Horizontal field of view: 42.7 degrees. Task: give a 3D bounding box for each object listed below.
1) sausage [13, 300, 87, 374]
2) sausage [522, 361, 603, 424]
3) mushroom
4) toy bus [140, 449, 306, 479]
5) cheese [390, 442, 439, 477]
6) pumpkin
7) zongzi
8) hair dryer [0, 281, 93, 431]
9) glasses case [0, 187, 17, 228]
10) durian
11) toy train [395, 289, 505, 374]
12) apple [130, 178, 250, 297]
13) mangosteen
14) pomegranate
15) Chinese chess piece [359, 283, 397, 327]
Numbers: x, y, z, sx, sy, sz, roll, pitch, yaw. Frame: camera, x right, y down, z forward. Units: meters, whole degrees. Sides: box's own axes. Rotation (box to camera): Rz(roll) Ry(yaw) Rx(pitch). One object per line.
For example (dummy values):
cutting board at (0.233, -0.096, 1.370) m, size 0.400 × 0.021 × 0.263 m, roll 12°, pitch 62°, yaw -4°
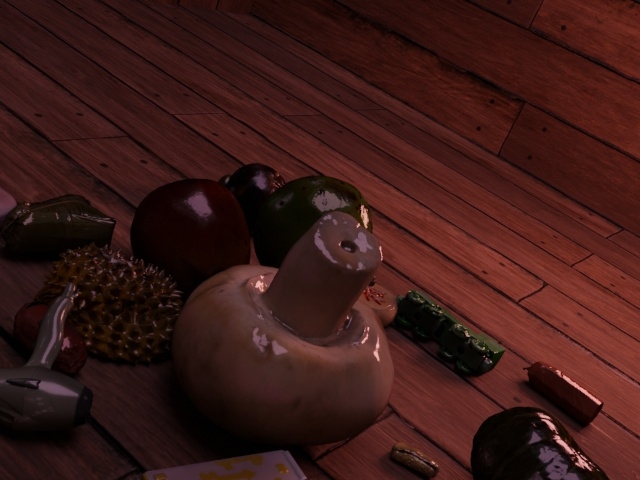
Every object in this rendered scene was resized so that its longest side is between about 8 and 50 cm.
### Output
sausage at (-0.399, 0.145, 1.210) m, size 0.141 × 0.076 × 0.076 m, roll 39°, pitch 28°, yaw 31°
sausage at (0.503, 0.311, 1.709) m, size 0.169 × 0.065 × 0.065 m, roll 37°, pitch 27°, yaw 30°
mushroom at (-0.044, 0.164, 1.249) m, size 0.353 × 0.353 × 0.325 m, roll 24°, pitch 54°, yaw 1°
toy bus at (-0.130, 0.330, 1.063) m, size 0.226 × 0.074 × 0.081 m, roll 3°, pitch 30°, yaw -37°
cheese at (0.155, 0.355, 1.331) m, size 0.083 × 0.030 × 0.044 m, roll 25°, pitch 2°, yaw 14°
pumpkin at (0.332, 0.383, 1.259) m, size 0.260 × 0.189 × 0.260 m, roll 48°, pitch 8°, yaw -8°
zongzi at (-0.507, -0.047, 1.491) m, size 0.205 × 0.094 × 0.204 m, roll 1°, pitch 28°, yaw -41°
hair dryer at (-0.427, 0.159, 1.101) m, size 0.219 × 0.088 × 0.225 m, roll -4°, pitch 55°, yaw -21°
glasses case at (-0.686, -0.099, 1.452) m, size 0.297 × 0.075 × 0.113 m, roll 25°, pitch 23°, yaw 2°
durian at (-0.322, 0.095, 1.321) m, size 0.249 × 0.138 × 0.183 m, roll 22°, pitch 14°, yaw -19°
toy train at (0.269, 0.189, 1.729) m, size 0.251 × 0.085 × 0.119 m, roll 39°, pitch 22°, yaw 27°
apple at (-0.238, -0.005, 1.512) m, size 0.234 × 0.234 × 0.234 m, roll 20°, pitch 24°, yaw -9°
mangosteen at (-0.157, -0.085, 1.837) m, size 0.172 × 0.184 × 0.172 m, roll -24°, pitch 90°, yaw -86°
pomegranate at (-0.016, 0.002, 1.503) m, size 0.231 × 0.231 × 0.286 m, roll 21°, pitch 25°, yaw -7°
Chinese chess piece at (0.102, 0.133, 1.722) m, size 0.122 × 0.051 × 0.122 m, roll 20°, pitch 24°, yaw -9°
